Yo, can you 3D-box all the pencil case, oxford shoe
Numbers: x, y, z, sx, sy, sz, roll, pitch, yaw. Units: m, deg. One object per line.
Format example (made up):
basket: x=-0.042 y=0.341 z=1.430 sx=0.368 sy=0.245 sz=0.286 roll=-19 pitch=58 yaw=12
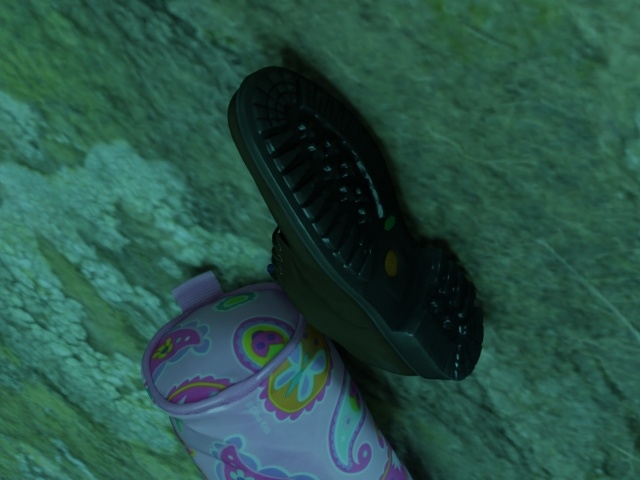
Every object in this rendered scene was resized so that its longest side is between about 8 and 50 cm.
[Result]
pencil case: x=-0.012 y=0.150 z=1.052 sx=0.124 sy=0.124 sz=0.284 roll=-4 pitch=132 yaw=32
oxford shoe: x=0.000 y=0.000 z=0.900 sx=0.096 sy=0.083 sz=0.227 roll=-3 pitch=132 yaw=38
